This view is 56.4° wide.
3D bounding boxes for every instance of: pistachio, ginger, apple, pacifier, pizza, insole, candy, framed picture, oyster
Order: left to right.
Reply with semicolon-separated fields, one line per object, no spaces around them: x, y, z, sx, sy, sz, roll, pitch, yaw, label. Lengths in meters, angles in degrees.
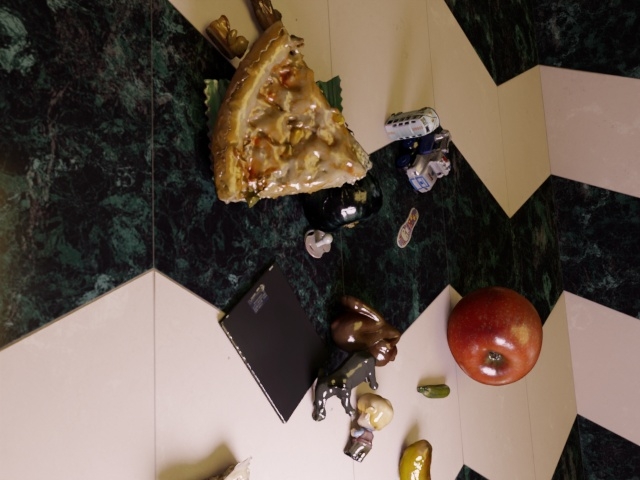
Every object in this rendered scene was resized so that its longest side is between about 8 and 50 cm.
-0.222;0.560;1.289;0.233;0.108;0.161;27;56;-66;oyster
-0.141;-0.558;1.636;0.122;0.084;0.289;-14;97;-29;ginger
-0.113;-0.249;1.441;0.392;0.080;0.434;-38;103;-13;pizza
-0.114;-0.293;1.541;0.398;0.172;0.262;-11;87;-38;candy
-0.106;0.261;1.544;0.255;0.014;0.338;-50;121;-44;framed picture
0.000;0.000;1.677;0.099;0.078;0.081;-36;97;-47;pacifier
0.312;-0.045;2.121;0.065;0.004;0.197;57;45;-26;insole
0.297;0.718;1.875;0.110;0.100;0.189;6;86;-27;pistachio
0.628;0.346;2.157;0.348;0.349;0.277;62;31;-21;apple

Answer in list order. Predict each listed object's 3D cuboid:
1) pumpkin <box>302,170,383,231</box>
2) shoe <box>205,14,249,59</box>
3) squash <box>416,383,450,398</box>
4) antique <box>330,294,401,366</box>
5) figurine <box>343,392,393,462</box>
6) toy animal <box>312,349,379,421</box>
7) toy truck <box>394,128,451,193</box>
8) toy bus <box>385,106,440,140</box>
0.059;-0.112;1.652;0.233;0.233;0.162;-11;86;-51;pumpkin
-0.232;-0.511;1.504;0.109;0.072;0.069;39;82;-12;shoe
0.397;0.522;2.069;0.183;0.052;0.052;17;69;-49;squash
0.133;0.282;1.747;0.257;0.121;0.143;41;61;-37;antique
0.135;0.540;1.727;0.114;0.108;0.196;39;72;-27;figurine
0.062;0.392;1.639;0.245;0.115;0.146;-45;135;-33;toy animal
0.384;-0.283;2.124;0.161;0.177;0.213;46;50;-36;toy truck
0.313;-0.397;2.054;0.089;0.194;0.087;-45;118;-31;toy bus
